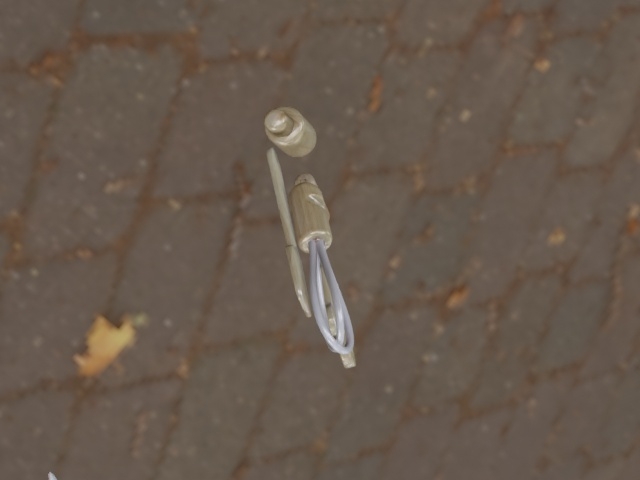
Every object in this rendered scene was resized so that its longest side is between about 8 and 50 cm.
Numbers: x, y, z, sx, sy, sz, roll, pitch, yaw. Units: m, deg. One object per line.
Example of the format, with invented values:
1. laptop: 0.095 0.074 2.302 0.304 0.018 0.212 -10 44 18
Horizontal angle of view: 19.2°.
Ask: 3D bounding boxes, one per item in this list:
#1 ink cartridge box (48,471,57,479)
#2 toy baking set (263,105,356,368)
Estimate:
1. ink cartridge box: -0.101 0.193 0.719 0.045 0.145 0.179 -9 146 0
2. toy baking set: -0.002 -0.006 1.394 0.030 0.197 0.256 -17 170 5
